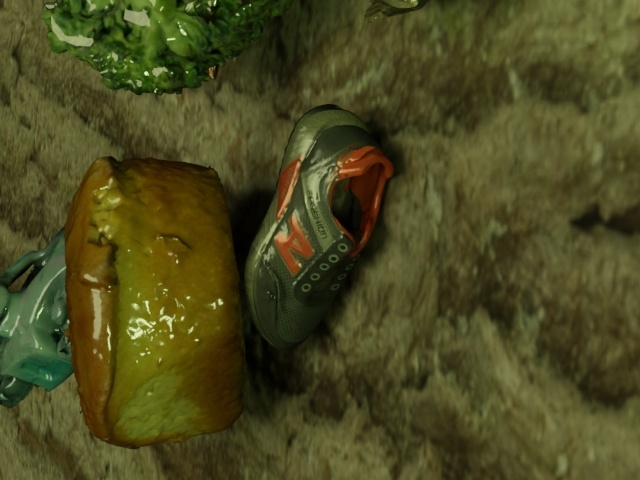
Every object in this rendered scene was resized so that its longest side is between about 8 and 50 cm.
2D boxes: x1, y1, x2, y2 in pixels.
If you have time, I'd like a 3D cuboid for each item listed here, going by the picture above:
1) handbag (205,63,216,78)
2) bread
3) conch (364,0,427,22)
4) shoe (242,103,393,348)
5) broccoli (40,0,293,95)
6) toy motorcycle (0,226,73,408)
[{"bbox_3d":[-0.137,-0.257,1.152,0.127,0.062,0.190,31,118,57],"label":"handbag"},{"bbox_3d":[-0.140,0.048,1.004,0.268,0.145,0.269,175,90,-80],"label":"bread"},{"bbox_3d":[0.044,-0.228,0.750,0.245,0.162,0.178,148,142,-89],"label":"conch"},{"bbox_3d":[0.000,0.002,0.890,0.077,0.074,0.195,40,120,48],"label":"shoe"},{"bbox_3d":[-0.120,-0.259,0.963,0.235,0.259,0.288,25,-95,-81],"label":"broccoli"},{"bbox_3d":[-0.286,0.069,1.323,0.260,0.154,0.206,-35,35,46],"label":"toy motorcycle"}]
